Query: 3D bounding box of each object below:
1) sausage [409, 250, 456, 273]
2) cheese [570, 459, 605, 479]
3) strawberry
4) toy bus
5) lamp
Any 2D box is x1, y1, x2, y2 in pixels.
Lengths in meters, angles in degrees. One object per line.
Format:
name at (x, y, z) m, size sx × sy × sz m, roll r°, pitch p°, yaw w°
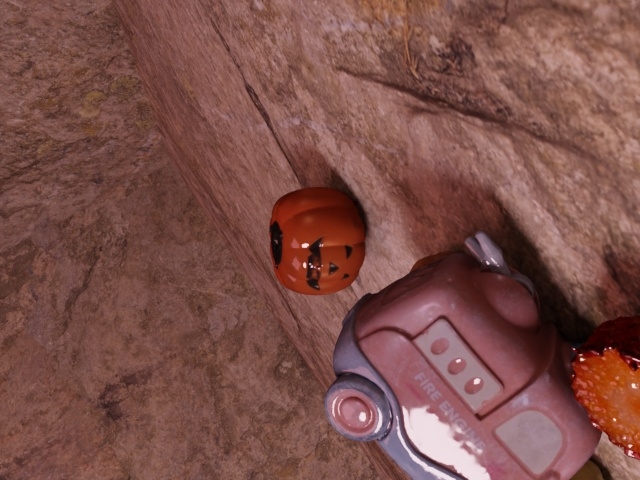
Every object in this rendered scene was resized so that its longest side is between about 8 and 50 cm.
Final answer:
sausage at (0.184, 0.137, 0.810) m, size 0.086 × 0.086 × 0.289 m, roll 37°, pitch 154°, yaw 55°
cheese at (0.332, 0.362, 0.756) m, size 0.167 × 0.094 × 0.123 m, roll 62°, pitch 167°, yaw -10°
strawberry at (0.275, 0.120, 0.477) m, size 0.145 × 0.086 × 0.145 m, roll 52°, pitch 166°, yaw 19°
toy bus at (0.167, 0.149, 0.629) m, size 0.294 × 0.232 × 0.197 m, roll 48°, pitch -153°, yaw 6°
lamp at (0.000, 0.000, 1.002) m, size 0.187 × 0.164 × 0.188 m, roll 174°, pitch 90°, yaw -71°
